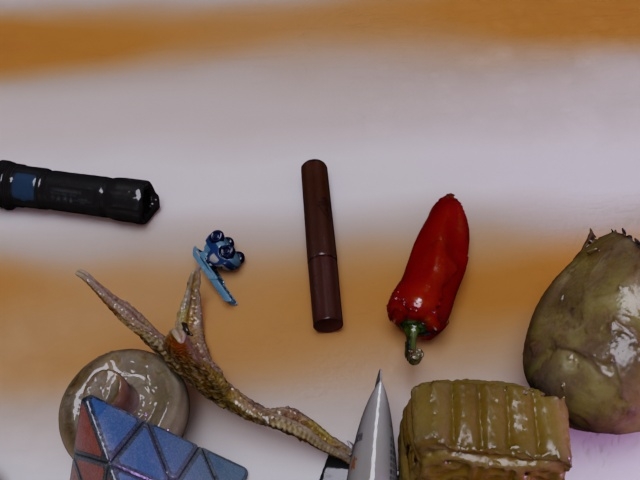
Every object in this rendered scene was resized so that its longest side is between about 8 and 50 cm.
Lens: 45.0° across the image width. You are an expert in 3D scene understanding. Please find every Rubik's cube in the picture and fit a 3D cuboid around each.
[{"bbox_3d":[-0.256,0.385,1.098,0.228,0.228,0.233,18,68,7],"label":"Rubik's cube"}]

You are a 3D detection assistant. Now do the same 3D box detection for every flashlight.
[{"bbox_3d":[-0.526,-0.101,1.526,0.423,0.103,0.103,7,58,10],"label":"flashlight"}]

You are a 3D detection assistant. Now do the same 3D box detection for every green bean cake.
[{"bbox_3d":[0.227,0.302,1.095,0.229,0.224,0.131,6,49,3],"label":"green bean cake"}]

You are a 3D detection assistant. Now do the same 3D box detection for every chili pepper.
[{"bbox_3d":[0.193,0.059,1.342,0.110,0.110,0.388,14,54,15],"label":"chili pepper"}]

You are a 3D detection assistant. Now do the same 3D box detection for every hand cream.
[{"bbox_3d":[0.078,0.350,1.122,0.089,0.140,0.314,7,52,2],"label":"hand cream"}]

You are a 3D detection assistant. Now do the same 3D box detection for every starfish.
[{"bbox_3d":[-0.167,0.176,1.208,0.132,0.384,0.398,-44,45,-3],"label":"starfish"}]

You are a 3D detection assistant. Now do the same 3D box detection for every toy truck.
[{"bbox_3d":[-0.173,0.047,1.414,0.074,0.063,0.136,-41,62,3],"label":"toy truck"}]

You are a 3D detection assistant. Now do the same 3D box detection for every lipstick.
[{"bbox_3d":[0.000,0.000,1.426,0.057,0.057,0.357,-6,56,2],"label":"lipstick"}]

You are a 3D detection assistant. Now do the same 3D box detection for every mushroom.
[{"bbox_3d":[-0.311,0.255,1.197,0.207,0.215,0.207,-1,62,2],"label":"mushroom"}]

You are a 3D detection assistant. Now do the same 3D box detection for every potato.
[{"bbox_3d":[0.419,0.159,1.177,0.237,0.289,0.301,-29,93,6],"label":"potato"}]

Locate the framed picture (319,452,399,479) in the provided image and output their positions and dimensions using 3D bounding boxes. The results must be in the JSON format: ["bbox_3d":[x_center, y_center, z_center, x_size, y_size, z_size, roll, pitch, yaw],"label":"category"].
[{"bbox_3d":[0.073,0.489,1.122,0.244,0.013,0.324,15,59,15],"label":"framed picture"}]
